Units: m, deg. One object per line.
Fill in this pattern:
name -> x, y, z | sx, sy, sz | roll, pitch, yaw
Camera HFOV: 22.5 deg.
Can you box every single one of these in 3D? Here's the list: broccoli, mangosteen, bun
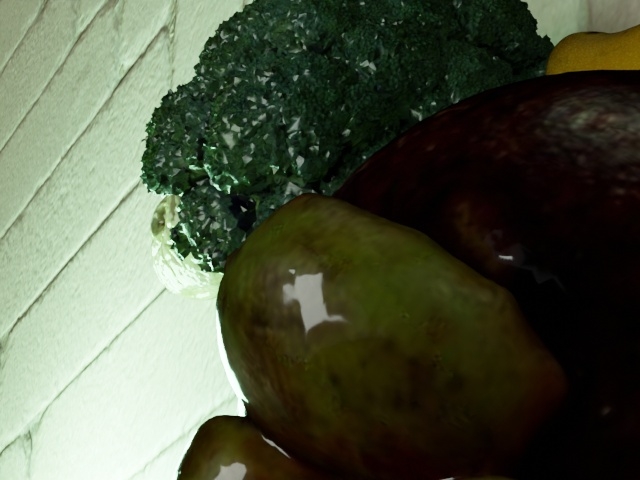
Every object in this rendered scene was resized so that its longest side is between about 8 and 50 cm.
broccoli -> 0.039, -0.032, 0.931 | 0.270, 0.270, 0.270 | -137, 29, -63
mangosteen -> 0.088, 0.094, 0.595 | 0.307, 0.347, 0.307 | 15, 111, 42
bun -> -0.109, -0.004, 1.391 | 0.115, 0.069, 0.115 | -39, 44, 52

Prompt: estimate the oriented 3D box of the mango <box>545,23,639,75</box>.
mango -> 0.185, -0.076, 0.784 | 0.190, 0.075, 0.098 | -6, 74, 46
